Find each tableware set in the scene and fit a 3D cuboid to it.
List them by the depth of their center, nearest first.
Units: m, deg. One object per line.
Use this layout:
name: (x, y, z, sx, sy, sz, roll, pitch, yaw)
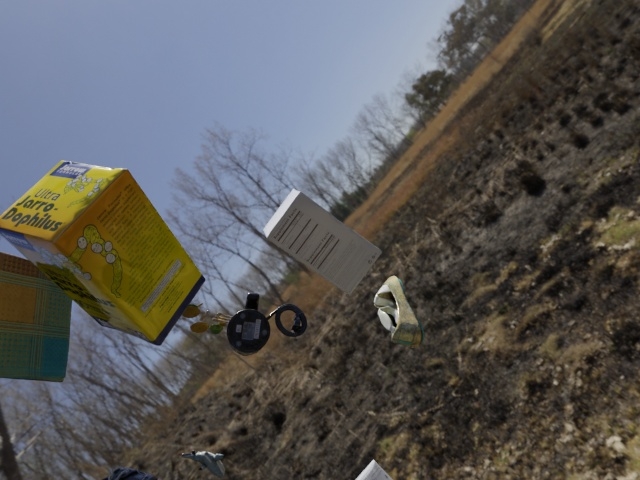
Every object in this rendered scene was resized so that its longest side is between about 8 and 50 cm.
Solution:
tableware set: (-0.312, 0.201, 1.219, 0.104, 0.154, 0.024, -50, 36, 33)

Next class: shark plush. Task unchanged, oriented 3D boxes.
shark plush: (-0.413, 0.790, 1.688, 0.073, 0.161, 0.067, -43, 23, 37)

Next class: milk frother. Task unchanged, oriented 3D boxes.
milk frother: (-0.113, 0.184, 0.977, 0.134, 0.143, 0.129, 121, 173, -72)

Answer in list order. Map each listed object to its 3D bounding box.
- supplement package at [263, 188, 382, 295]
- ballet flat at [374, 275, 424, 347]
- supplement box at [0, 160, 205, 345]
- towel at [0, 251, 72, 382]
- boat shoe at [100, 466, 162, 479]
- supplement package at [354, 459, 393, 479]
supplement package: (0.000, 0.000, 1.146, 0.133, 0.244, 0.139, -54, 13, 1)
ballet flat: (0.239, 0.222, 1.571, 0.123, 0.123, 0.348, -53, 23, 19)
supplement box: (-0.438, 0.034, 0.994, 0.195, 0.194, 0.356, -61, -33, -32)
towel: (-0.882, 0.238, 1.434, 0.040, 0.369, 0.271, -18, -26, 20)
boat shoe: (-0.275, 0.346, 0.642, 0.206, 0.065, 0.075, -44, 3, 47)
supplement package: (0.139, 0.754, 1.265, 0.194, 0.203, 0.149, -17, -37, -55)
